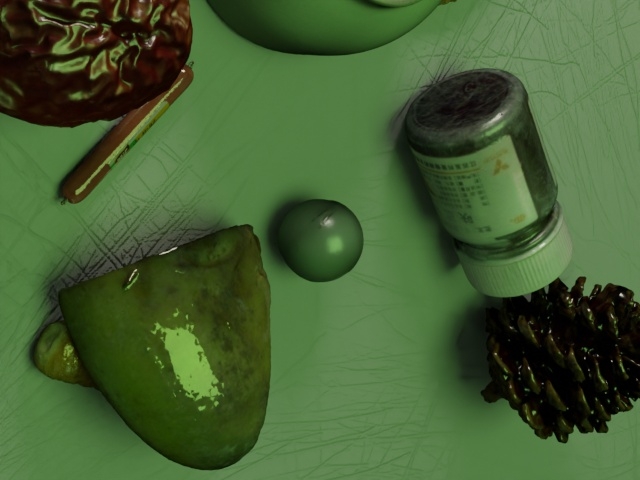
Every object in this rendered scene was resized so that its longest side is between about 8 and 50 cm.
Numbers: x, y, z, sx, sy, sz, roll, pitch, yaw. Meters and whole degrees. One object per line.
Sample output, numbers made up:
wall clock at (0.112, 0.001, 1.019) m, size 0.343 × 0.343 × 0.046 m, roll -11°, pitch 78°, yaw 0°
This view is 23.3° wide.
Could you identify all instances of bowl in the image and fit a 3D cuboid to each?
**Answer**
bowl at (0.042, -0.361, 1.721) m, size 0.354 × 0.185 × 0.354 m, roll -13°, pitch 115°, yaw -29°

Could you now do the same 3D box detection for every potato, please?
potato at (-0.123, 0.128, 1.732) m, size 0.269 × 0.112 × 0.255 m, roll -21°, pitch 91°, yaw -41°

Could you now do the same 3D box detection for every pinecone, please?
pinecone at (0.344, 0.160, 2.140) m, size 0.257 × 0.243 × 0.243 m, roll -10°, pitch 112°, yaw -13°

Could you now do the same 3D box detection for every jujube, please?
jujube at (-0.245, -0.222, 1.540) m, size 0.232 × 0.213 × 0.213 m, roll -21°, pitch 116°, yaw -37°

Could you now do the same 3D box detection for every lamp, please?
lamp at (0.000, 0.000, 1.885) m, size 0.105 × 0.105 × 0.105 m, roll -14°, pitch 112°, yaw -38°

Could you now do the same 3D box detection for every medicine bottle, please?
medicine bottle at (0.223, -0.072, 2.018) m, size 0.165 × 0.165 × 0.273 m, roll -41°, pitch 127°, yaw -25°

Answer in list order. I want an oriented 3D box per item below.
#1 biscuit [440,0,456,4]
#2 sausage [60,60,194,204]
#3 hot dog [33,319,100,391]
biscuit at (0.150, -0.418, 1.932) m, size 0.254 × 0.035 × 0.254 m, roll -13°, pitch 110°, yaw -38°
sausage at (-0.211, -0.120, 1.709) m, size 0.223 × 0.029 × 0.029 m, roll -50°, pitch 130°, yaw -18°
hot dog at (-0.204, 0.153, 1.783) m, size 0.286 × 0.061 × 0.088 m, roll 15°, pitch 102°, yaw -42°
